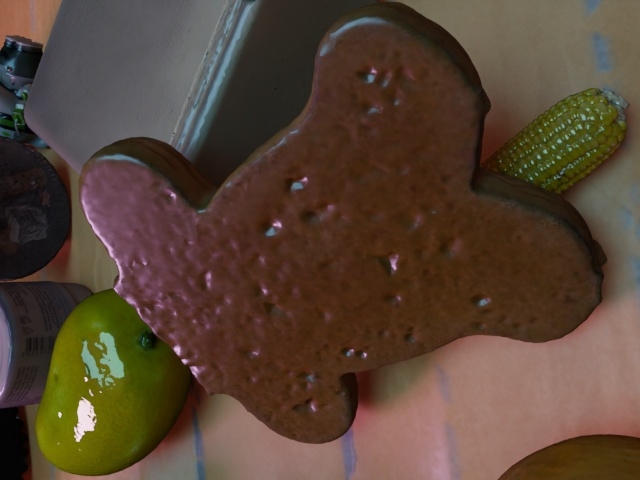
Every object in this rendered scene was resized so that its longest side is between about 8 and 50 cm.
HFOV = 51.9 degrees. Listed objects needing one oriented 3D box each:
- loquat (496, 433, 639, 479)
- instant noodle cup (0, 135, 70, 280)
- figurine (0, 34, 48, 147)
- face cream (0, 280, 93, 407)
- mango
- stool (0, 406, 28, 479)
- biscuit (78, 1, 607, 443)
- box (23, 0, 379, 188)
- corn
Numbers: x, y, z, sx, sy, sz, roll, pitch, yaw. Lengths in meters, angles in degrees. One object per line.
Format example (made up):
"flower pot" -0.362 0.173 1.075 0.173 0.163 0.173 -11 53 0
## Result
"loquat" 0.212 0.246 0.468 0.208 0.208 0.208 -3 84 35
"instant noodle cup" -0.532 -0.036 1.004 0.207 0.217 0.217 -9 81 41
"figurine" -0.483 -0.221 1.036 0.147 0.126 0.192 24 113 15
"face cream" -0.420 0.146 0.939 0.177 0.153 0.177 -2 86 35
"mango" -0.257 0.186 0.825 0.185 0.149 0.272 31 110 25
"stool" -0.676 0.363 1.024 0.330 0.297 0.297 -21 75 35
"biscuit" 0.000 0.000 0.595 0.394 0.076 0.368 -32 108 26
"box" -0.164 -0.204 0.778 0.344 0.177 0.351 35 107 33
"corn" 0.182 -0.058 0.590 0.206 0.067 0.067 -40 65 28
